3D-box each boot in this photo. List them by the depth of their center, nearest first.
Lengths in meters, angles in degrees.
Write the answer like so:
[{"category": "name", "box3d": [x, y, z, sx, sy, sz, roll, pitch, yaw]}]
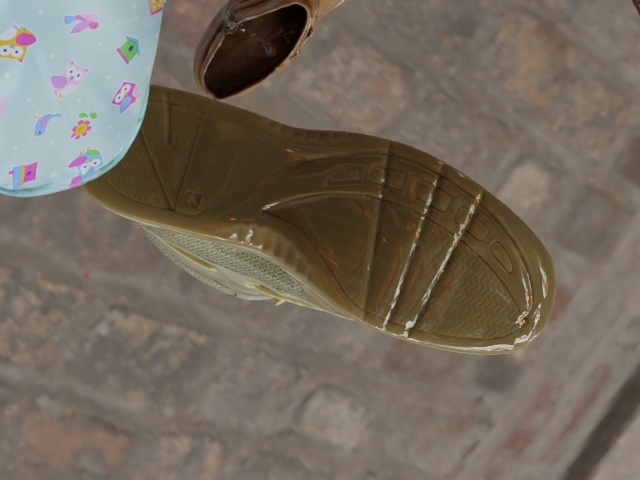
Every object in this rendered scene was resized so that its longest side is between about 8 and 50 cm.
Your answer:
[{"category": "boot", "box3d": [0.000, 0.000, 0.967, 0.203, 0.262, 0.095, 76, 32, -81]}, {"category": "boot", "box3d": [-0.013, -0.172, 1.174, 0.073, 0.152, 0.197, 36, 100, -7]}]

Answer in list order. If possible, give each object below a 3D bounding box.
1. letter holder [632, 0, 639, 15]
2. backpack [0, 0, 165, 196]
[{"category": "letter holder", "box3d": [0.317, -0.048, 0.794, 0.152, 0.302, 0.214, -10, 163, -45]}, {"category": "backpack", "box3d": [-0.141, -0.114, 0.801, 0.152, 0.115, 0.182, -8, 127, -32]}]
